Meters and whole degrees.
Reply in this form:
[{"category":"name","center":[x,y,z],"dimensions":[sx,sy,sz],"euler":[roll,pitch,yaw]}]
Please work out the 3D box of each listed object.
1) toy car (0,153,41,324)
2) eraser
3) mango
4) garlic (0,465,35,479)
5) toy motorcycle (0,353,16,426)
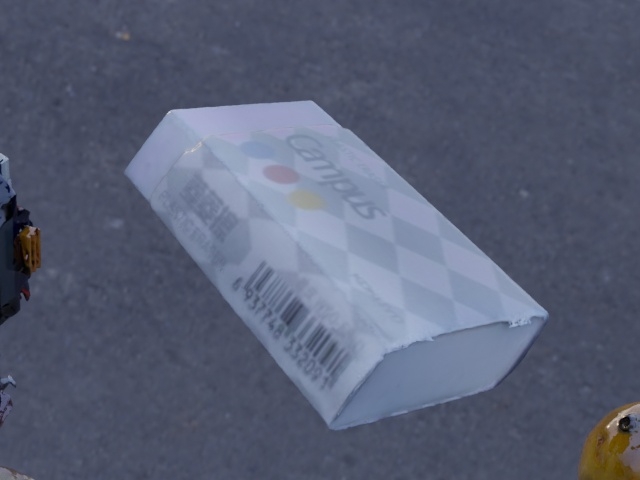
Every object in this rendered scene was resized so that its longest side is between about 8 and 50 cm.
[{"category":"toy car","center":[-0.377,-0.017,1.173],"dimensions":[0.301,0.193,0.118],"euler":[11,29,14]},{"category":"eraser","center":[0.000,0.001,1.254],"dimensions":[0.213,0.082,0.397],"euler":[-9,38,-33]},{"category":"mango","center":[0.386,0.259,1.403],"dimensions":[0.359,0.187,0.144],"euler":[31,24,-40]},{"category":"garlic","center":[-0.356,0.321,1.376],"dimensions":[0.196,0.151,0.338],"euler":[32,5,2]},{"category":"toy motorcycle","center":[-0.363,0.116,1.382],"dimensions":[0.082,0.122,0.213],"euler":[-24,46,-10]}]
